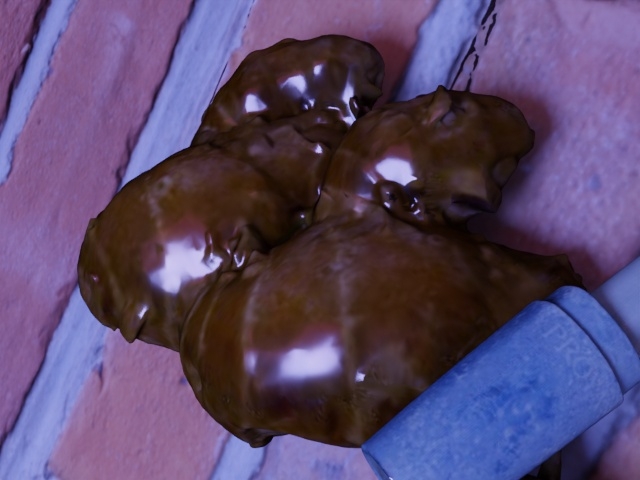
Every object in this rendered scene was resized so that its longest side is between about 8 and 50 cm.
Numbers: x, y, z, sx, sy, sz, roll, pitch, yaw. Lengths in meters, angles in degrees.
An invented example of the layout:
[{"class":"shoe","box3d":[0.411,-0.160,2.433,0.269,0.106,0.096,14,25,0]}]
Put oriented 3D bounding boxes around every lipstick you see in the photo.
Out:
[{"class":"lipstick","box3d":[0.147,0.050,0.457,0.274,0.061,0.068,-35,87,-11]}]

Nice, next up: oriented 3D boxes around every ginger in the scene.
[{"class":"ginger","box3d":[0.007,0.008,0.586,0.358,0.152,0.274,32,80,34]}]

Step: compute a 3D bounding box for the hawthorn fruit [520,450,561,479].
[{"class":"hawthorn fruit","box3d":[0.100,0.223,0.472,0.190,0.189,0.251,19,73,36]}]
